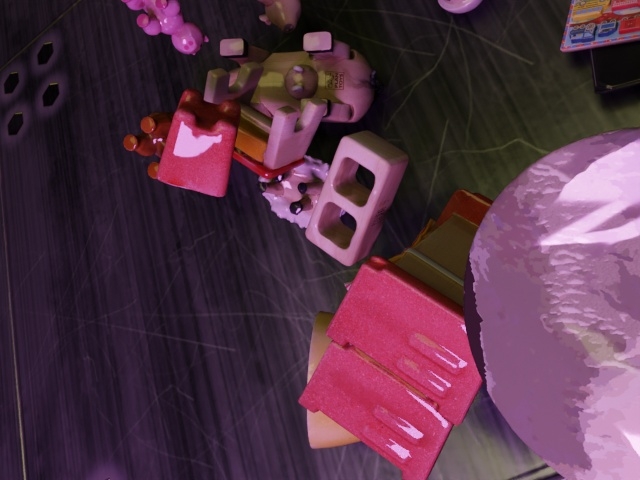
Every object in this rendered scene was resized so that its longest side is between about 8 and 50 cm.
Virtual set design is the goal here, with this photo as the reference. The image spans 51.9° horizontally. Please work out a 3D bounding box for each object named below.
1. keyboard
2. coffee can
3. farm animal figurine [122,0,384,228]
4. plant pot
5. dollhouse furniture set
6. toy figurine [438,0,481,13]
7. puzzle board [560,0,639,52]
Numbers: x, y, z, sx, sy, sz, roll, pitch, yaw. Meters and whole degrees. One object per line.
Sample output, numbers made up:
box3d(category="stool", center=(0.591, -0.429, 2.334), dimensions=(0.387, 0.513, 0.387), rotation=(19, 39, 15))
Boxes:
box3d(category="keyboard", center=(0.344, -0.199, 0.608), dimensions=(0.180, 0.023, 0.108), rotation=(-11, 60, 29))
box3d(category="coffee can", center=(0.248, 0.019, 0.417), dimensions=(0.201, 0.275, 0.202), rotation=(13, 109, 41))
box3d(category="farm animal figurine", center=(-0.073, -0.211, 0.794), dimensions=(0.326, 0.172, 0.331), rotation=(21, 102, 17))
box3d(category="plant pot", center=(0.043, 0.140, 0.651), dimensions=(0.095, 0.134, 0.134), rotation=(2, 76, 8))
box3d(category="dollhouse furniture set", center=(0.000, 0.000, 0.584), dimensions=(0.374, 0.201, 0.152), rotation=(34, 124, 19))
box3d(category="toy figurine", center=(0.150, -0.386, 0.723), dimensions=(0.213, 0.148, 0.210), rotation=(-47, 51, 15))
box3d(category="puzzle board", center=(0.302, -0.230, 0.631), dimensions=(0.128, 0.011, 0.096), rotation=(1, 61, 38))
